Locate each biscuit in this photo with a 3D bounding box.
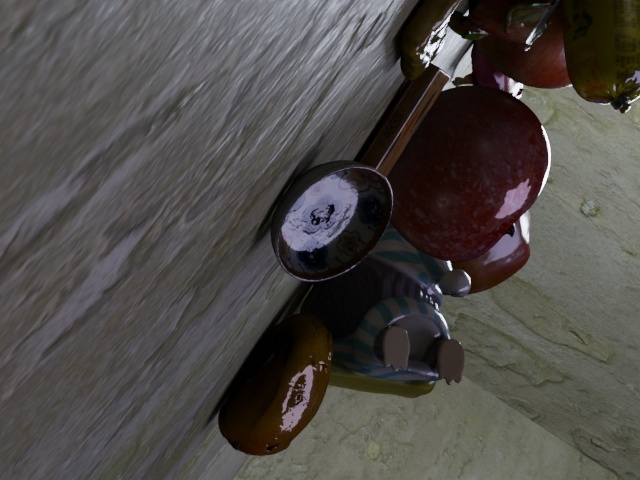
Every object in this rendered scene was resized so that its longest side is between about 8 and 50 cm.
[{"bbox_3d":[0.144,-0.266,1.401,0.183,0.039,0.174,-56,174,3],"label":"biscuit"}]

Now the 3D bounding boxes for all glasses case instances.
[{"bbox_3d":[0.105,-0.161,1.681,0.170,0.041,0.065,-57,164,9],"label":"glasses case"}]

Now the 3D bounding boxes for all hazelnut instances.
[{"bbox_3d":[0.291,-0.035,2.775,0.365,0.366,0.366,-56,175,-8],"label":"hazelnut"}]

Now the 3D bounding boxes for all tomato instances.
[{"bbox_3d":[0.204,-0.109,1.876,0.270,0.227,0.270,-49,-165,18],"label":"tomato"}]

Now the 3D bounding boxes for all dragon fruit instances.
[{"bbox_3d":[0.272,-0.351,1.553,0.268,0.130,0.295,-57,175,2],"label":"dragon fruit"}]

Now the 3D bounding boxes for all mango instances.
[{"bbox_3d":[-0.066,0.229,2.024,0.248,0.151,0.156,-63,-154,-1],"label":"mango"}]

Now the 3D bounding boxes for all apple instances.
[{"bbox_3d":[0.332,-0.321,1.856,0.209,0.209,0.164,-52,-179,-40],"label":"apple"}]

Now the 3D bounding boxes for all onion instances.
[{"bbox_3d":[0.299,-0.310,2.313,0.150,0.140,0.150,17,71,-59],"label":"onion"}]

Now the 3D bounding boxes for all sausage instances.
[{"bbox_3d":[0.390,-0.336,1.724,0.123,0.123,0.347,107,-16,-72],"label":"sausage"}]

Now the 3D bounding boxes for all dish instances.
[{"bbox_3d":[-0.004,-0.036,1.317,0.141,0.078,0.141,-21,134,-24],"label":"dish"}]

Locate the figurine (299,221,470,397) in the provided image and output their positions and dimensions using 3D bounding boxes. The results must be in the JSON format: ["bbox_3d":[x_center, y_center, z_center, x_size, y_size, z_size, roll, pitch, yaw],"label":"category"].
[{"bbox_3d":[0.114,0.067,2.175,0.361,0.266,0.377,157,-58,-64],"label":"figurine"}]
